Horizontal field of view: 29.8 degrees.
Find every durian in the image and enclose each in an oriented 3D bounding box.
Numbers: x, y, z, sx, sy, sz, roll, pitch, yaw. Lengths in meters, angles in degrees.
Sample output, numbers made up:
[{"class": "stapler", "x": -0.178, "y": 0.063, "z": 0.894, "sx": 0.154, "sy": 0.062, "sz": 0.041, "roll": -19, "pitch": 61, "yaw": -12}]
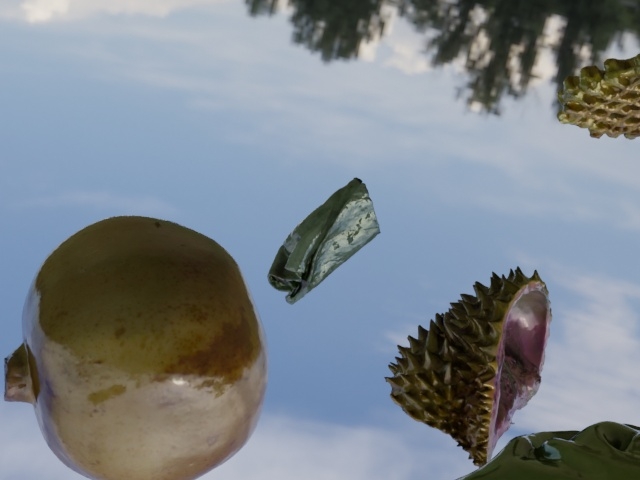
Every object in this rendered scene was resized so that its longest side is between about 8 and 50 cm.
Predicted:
[{"class": "durian", "x": 0.178, "y": 0.110, "z": 1.294, "sx": 0.154, "sy": 0.186, "sz": 0.260, "roll": 31, "pitch": -172, "yaw": 14}]

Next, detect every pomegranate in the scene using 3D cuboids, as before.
[{"class": "pomegranate", "x": -0.270, "y": 0.161, "z": 1.747, "sx": 0.417, "sy": 0.416, "sz": 0.416, "roll": 13, "pitch": -164, "yaw": -4}]

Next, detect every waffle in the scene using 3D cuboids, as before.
[{"class": "waffle", "x": 0.351, "y": -0.158, "z": 1.308, "sx": 0.191, "sy": 0.038, "sz": 0.191, "roll": -2, "pitch": 161, "yaw": -1}]

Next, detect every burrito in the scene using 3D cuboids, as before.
[{"class": "burrito", "x": 0.001, "y": 0.002, "z": 1.062, "sx": 0.118, "sy": 0.074, "sz": 0.044, "roll": -39, "pitch": -127, "yaw": -12}]

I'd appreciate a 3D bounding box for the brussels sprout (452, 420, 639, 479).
[{"class": "brussels sprout", "x": 0.183, "y": 0.357, "z": 0.876, "sx": 0.361, "sy": 0.425, "sz": 0.342, "roll": -13, "pitch": -163, "yaw": -10}]
